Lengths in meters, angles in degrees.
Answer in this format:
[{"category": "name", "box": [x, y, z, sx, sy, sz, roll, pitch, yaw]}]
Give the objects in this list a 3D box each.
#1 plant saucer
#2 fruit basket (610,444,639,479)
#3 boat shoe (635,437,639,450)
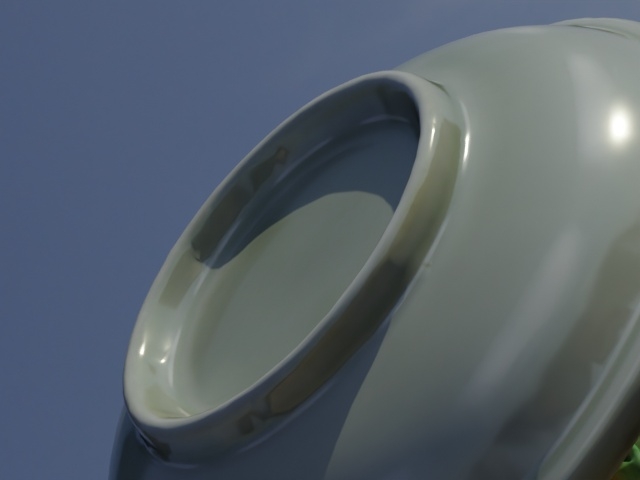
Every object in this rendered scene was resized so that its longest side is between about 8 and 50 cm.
[{"category": "plant saucer", "box": [0.010, 0.029, 0.875, 0.400, 0.100, 0.400, -39, 26, 23]}, {"category": "fruit basket", "box": [0.119, 0.227, 0.982, 0.165, 0.327, 0.353, -29, -22, 16]}, {"category": "boat shoe", "box": [0.232, 0.103, 1.200, 0.095, 0.095, 0.257, -91, 25, -49]}]
